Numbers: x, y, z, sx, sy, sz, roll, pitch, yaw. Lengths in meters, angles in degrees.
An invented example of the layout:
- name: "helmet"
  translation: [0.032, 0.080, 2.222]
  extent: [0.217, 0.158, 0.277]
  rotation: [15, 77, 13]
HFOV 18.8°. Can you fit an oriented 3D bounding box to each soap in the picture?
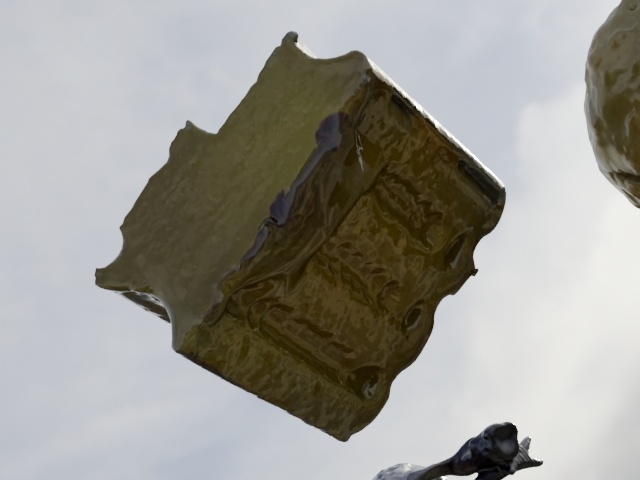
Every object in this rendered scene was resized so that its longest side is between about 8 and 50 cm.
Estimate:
- name: "soap"
  translation: [0.000, 0.000, 1.511]
  extent: [0.259, 0.143, 0.281]
  rotation: [-55, -37, -2]

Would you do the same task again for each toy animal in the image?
- name: "toy animal"
  translation: [0.105, 0.280, 2.079]
  extent: [0.195, 0.090, 0.324]
  rotation: [-17, -11, -28]

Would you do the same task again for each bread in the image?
- name: "bread"
  translation: [0.334, -0.114, 1.572]
  extent: [0.244, 0.134, 0.244]
  rotation: [-4, -68, -9]
